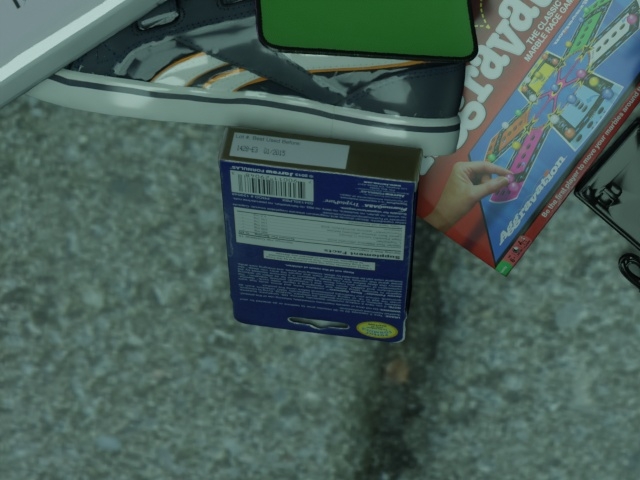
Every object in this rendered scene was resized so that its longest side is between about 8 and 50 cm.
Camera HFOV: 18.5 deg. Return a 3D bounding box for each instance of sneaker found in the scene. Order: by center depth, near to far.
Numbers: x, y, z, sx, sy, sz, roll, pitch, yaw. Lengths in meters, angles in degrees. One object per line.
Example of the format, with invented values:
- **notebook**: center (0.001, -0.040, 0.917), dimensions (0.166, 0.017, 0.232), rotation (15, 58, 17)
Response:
- **sneaker**: center (-0.056, -0.142, 1.390), dimensions (0.321, 0.126, 0.127), rotation (7, 103, 4)

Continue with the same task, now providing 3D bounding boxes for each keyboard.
- **keyboard**: center (0.268, 0.003, 1.448), dimensions (0.180, 0.023, 0.108), rotation (40, 100, -5)

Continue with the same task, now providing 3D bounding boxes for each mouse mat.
- **mouse mat**: center (0.025, -0.201, 1.337), dimensions (0.152, 0.190, 0.007), rotation (2, 149, -14)

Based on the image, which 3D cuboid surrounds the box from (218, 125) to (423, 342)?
- **box**: center (0.000, 0.000, 1.419), dimensions (0.136, 0.036, 0.225), rotation (7, 147, 4)

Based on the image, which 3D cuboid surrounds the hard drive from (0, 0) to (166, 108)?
- **hard drive**: center (-0.288, -0.180, 1.369), dimensions (0.353, 0.047, 0.233), rotation (-32, 72, 4)

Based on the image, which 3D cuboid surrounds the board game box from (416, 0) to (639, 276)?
- **board game box**: center (0.158, -0.125, 1.421), dimensions (0.145, 0.027, 0.281), rotation (35, 107, -3)
